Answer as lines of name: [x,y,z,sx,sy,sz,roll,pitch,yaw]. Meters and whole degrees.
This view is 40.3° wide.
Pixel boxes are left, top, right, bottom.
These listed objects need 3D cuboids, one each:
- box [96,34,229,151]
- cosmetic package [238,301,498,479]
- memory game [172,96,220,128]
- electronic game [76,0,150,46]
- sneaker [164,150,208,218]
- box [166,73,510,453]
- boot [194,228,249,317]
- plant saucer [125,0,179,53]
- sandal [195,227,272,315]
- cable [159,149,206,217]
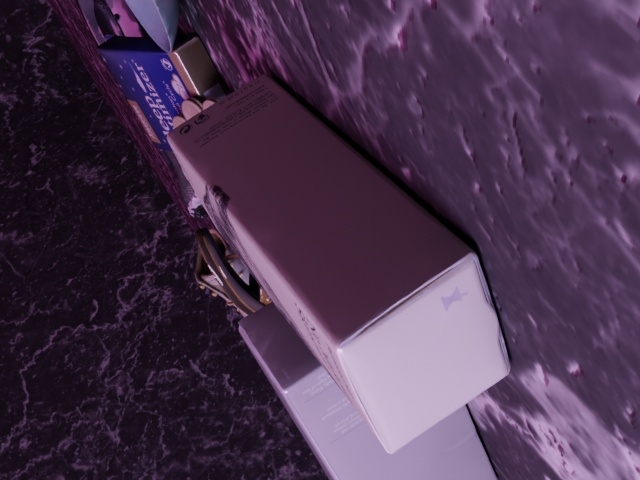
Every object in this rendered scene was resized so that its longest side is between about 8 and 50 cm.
box: [-0.166,-0.155,0.942,0.225,0.036,0.136,19,144,52]
cosmetic package: [0.046,0.140,0.719,0.107,0.127,0.238,45,163,51]
memory game: [-0.081,-0.063,0.867,0.186,0.012,0.186,34,148,25]
electronic game: [-0.265,-0.284,1.158,0.229,0.048,0.229,50,161,24]
sneaker: [-0.160,-0.105,1.139,0.106,0.078,0.234,58,167,12]
box: [0.000,0.000,0.579,0.275,0.094,0.113,47,167,49]
boot: [-0.099,0.091,1.231,0.165,0.077,0.213,41,-159,-42]
plant saucer: [-0.171,-0.261,0.777,0.195,0.037,0.195,55,171,13]
sandal: [-0.068,0.062,1.032,0.219,0.060,0.090,50,180,-16]
cable: [-0.234,-0.118,1.597,0.150,0.047,0.184,36,155,53]
